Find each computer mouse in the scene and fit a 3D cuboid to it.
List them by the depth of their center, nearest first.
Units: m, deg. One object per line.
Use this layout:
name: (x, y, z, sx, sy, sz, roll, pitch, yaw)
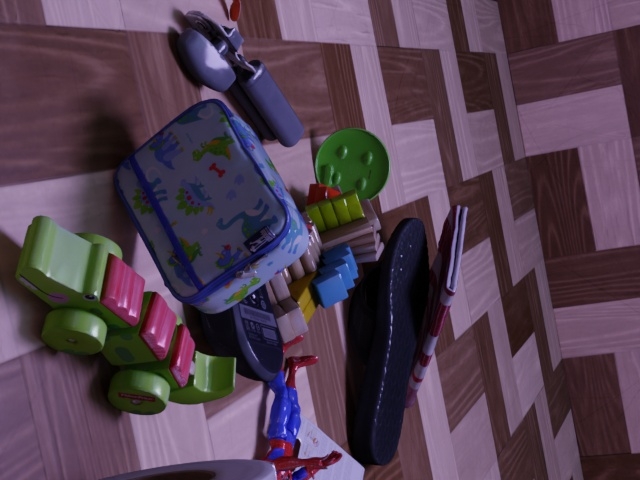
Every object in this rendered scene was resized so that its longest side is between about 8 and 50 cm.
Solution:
computer mouse: (-0.118, 0.066, 1.461, 0.188, 0.072, 0.272, 34, 39, -58)

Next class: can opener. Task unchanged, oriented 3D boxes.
can opener: (-0.121, -0.216, 1.583, 0.095, 0.076, 0.283, -54, 141, -15)

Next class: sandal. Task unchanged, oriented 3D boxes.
sandal: (0.098, 0.161, 1.921, 0.167, 0.107, 0.446, 44, 55, -57)

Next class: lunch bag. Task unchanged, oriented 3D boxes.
lunch bag: (-0.128, -0.037, 1.271, 0.219, 0.176, 0.090, 61, 11, 25)

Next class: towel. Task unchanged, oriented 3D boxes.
towel: (0.205, 0.122, 2.043, 0.237, 0.037, 0.329, -76, 180, -46)

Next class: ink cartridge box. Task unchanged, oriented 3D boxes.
ink cartridge box: (-0.010, 0.362, 1.656, 0.179, 0.045, 0.145, 43, 40, -29)

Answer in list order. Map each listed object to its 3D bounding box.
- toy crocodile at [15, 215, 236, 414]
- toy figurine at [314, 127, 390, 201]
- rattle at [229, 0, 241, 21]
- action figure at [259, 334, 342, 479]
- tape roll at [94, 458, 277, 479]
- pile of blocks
toy crocodile: (-0.204, 0.088, 1.182, 0.340, 0.105, 0.115, 55, 33, -46)
toy figurine: (0.066, -0.108, 1.934, 0.159, 0.130, 0.173, -15, 117, -77)
rattle: (-0.116, -0.410, 1.561, 0.200, 0.142, 0.130, 53, 16, -39)
action figure: (-0.020, 0.260, 1.530, 0.091, 0.139, 0.280, 57, 35, -42)
tape roll: (-0.150, 0.314, 1.042, 0.246, 0.246, 0.169, -6, 86, -68)
pile of blocks: (0.000, 0.000, 1.655, 0.362, 0.149, 0.113, -64, 139, -54)
